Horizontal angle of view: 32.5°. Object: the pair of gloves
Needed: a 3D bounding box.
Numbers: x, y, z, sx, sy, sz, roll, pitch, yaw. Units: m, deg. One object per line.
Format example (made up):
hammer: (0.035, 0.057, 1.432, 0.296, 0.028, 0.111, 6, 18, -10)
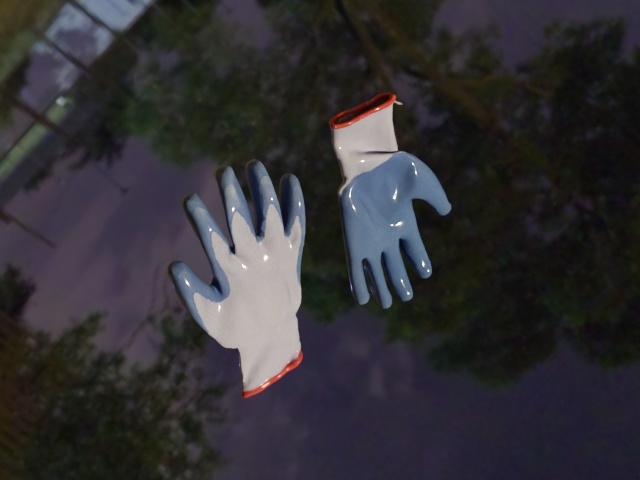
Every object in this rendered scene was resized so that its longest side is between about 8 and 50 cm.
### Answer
pair of gloves: (0.000, 0.000, 0.672, 0.198, 0.159, 0.023, -32, -139, -23)
